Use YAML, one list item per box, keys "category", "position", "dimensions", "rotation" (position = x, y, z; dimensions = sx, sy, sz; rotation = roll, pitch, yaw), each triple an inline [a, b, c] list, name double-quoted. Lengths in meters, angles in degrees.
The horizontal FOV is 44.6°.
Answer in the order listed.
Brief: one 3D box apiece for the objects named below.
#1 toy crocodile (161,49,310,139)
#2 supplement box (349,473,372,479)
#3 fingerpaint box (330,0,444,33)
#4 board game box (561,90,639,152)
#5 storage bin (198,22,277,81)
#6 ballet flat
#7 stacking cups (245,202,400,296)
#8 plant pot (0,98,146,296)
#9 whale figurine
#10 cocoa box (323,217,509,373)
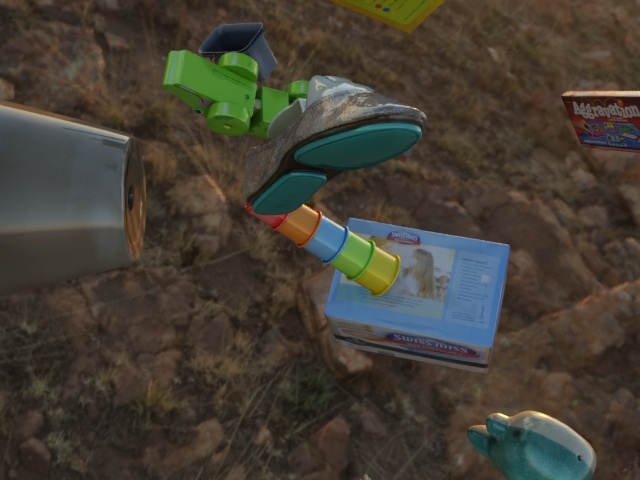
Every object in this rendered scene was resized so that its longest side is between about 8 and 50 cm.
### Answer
- category: "toy crocodile"
  position: [-0.095, -0.203, 1.233]
  dimensions: [0.341, 0.105, 0.115]
  rotation: [16, 66, -34]
- category: "supplement box"
  position: [0.080, 0.436, 1.296]
  dimensions: [0.083, 0.043, 0.055]
  rotation: [51, 21, -32]
- category: "fingerpaint box"
  position: [0.162, -0.669, 1.622]
  dimensions: [0.371, 0.445, 0.163]
  rotation: [14, 65, -25]
- category: "board game box"
  position: [0.663, -0.268, 1.758]
  dimensions: [0.027, 0.281, 0.145]
  rotation: [-33, 109, -12]
- category: "storage bin"
  position: [-0.155, -0.352, 1.506]
  dimensions: [0.098, 0.135, 0.091]
  rotation: [-58, 135, -25]
- category: "ballet flat"
  position: [-0.004, -0.117, 0.854]
  dimensions: [0.108, 0.316, 0.106]
  rotation: [6, 73, -33]
- category: "stacking cups"
  position: [0.000, 0.000, 1.474]
  dimensions: [0.316, 0.096, 0.096]
  rotation: [28, 37, -21]
- category: "plant pot"
  position: [-0.410, -0.063, 1.138]
  dimensions: [0.281, 0.323, 0.323]
  rotation: [-1, 44, -3]
- category: "whale figurine"
  position: [0.378, 0.411, 1.464]
  dimensions: [0.216, 0.272, 0.141]
  rotation: [40, 65, -18]
- category: "cocoa box"
  position: [0.210, 0.120, 1.666]
  dimensions: [0.347, 0.228, 0.231]
  rotation: [10, 69, 14]
